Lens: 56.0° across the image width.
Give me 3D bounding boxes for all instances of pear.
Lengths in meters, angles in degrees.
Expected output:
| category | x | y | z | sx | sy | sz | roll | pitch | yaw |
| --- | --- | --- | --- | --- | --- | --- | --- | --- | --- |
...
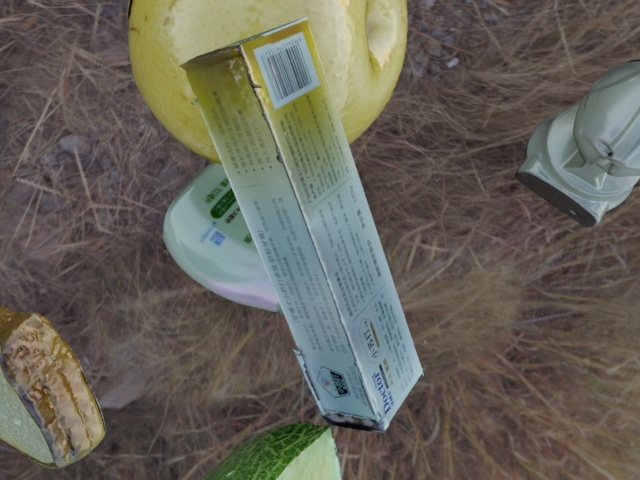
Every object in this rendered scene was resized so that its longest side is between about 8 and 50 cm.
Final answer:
| category | x | y | z | sx | sy | sz | roll | pitch | yaw |
| --- | --- | --- | --- | --- | --- | --- | --- | --- | --- |
| pear | -0.063 | -0.253 | 0.750 | 0.347 | 0.348 | 0.349 | -3 | 112 | -9 |

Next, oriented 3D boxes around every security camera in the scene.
| category | x | y | z | sx | sy | sz | roll | pitch | yaw |
| --- | --- | --- | --- | --- | --- | --- | --- | --- | --- |
| security camera | 0.466 | -0.168 | 0.969 | 0.197 | 0.277 | 0.191 | 37 | 77 | 8 |

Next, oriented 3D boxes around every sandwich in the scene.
| category | x | y | z | sx | sy | sz | roll | pitch | yaw |
| --- | --- | --- | --- | --- | --- | --- | --- | --- | --- |
| sandwich | -0.394 | 0.169 | 0.765 | 0.087 | 0.251 | 0.226 | -38 | 127 | -44 |

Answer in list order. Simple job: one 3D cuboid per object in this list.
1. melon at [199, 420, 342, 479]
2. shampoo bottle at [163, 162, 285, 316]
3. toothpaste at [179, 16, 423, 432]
| category | x | y | z | sx | sy | sz | roll | pitch | yaw |
| --- | --- | --- | --- | --- | --- | --- | --- | --- | --- |
| melon | -0.102 | 0.301 | 0.477 | 0.124 | 0.323 | 0.196 | 43 | 130 | -2 |
| shampoo bottle | -0.073 | 0.027 | 0.984 | 0.349 | 0.222 | 0.151 | 35 | 144 | 6 |
| toothpaste | 0.000 | 0.000 | 0.462 | 0.070 | 0.089 | 0.313 | -4 | 115 | 37 |
